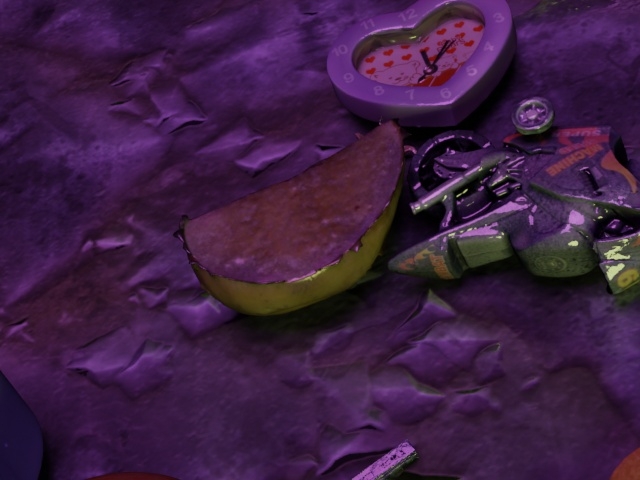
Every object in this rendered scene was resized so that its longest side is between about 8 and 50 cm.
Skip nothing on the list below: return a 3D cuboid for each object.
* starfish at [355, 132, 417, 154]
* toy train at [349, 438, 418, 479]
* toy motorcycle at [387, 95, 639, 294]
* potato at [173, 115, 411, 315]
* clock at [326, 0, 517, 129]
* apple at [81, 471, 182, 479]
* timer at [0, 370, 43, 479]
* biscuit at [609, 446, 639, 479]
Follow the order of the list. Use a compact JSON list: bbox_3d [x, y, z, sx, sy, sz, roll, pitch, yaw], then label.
[{"bbox_3d":[0.054,-0.084,1.427,0.092,0.016,0.086,-15,50,16],"label":"starfish"},{"bbox_3d":[0.046,0.201,1.197,0.083,0.017,0.017,-35,56,-8],"label":"toy train"},{"bbox_3d":[0.215,-0.031,1.264,0.307,0.108,0.173,-1,58,23],"label":"toy motorcycle"},{"bbox_3d":[0.000,0.000,1.325,0.243,0.098,0.138,-27,49,-5],"label":"potato"},{"bbox_3d":[0.113,-0.174,1.444,0.198,0.064,0.172,-23,48,2],"label":"clock"},{"bbox_3d":[-0.147,0.273,1.099,0.174,0.188,0.188,-15,49,2],"label":"apple"},{"bbox_3d":[-0.458,0.252,1.243,0.395,0.173,0.395,-10,51,13],"label":"timer"},{"bbox_3d":[0.256,0.233,1.079,0.225,0.036,0.166,-40,48,-13],"label":"biscuit"}]
